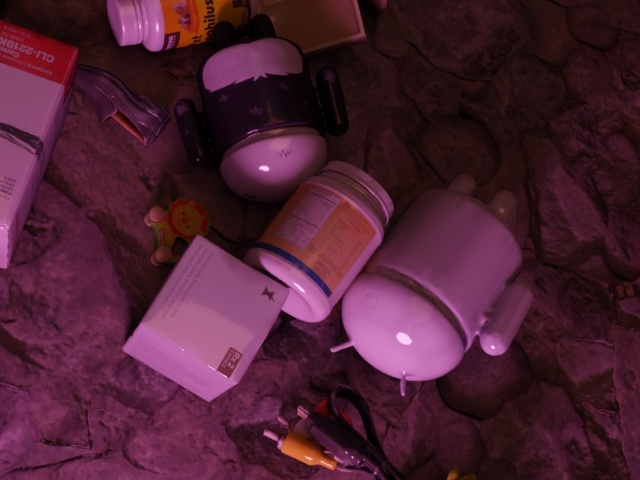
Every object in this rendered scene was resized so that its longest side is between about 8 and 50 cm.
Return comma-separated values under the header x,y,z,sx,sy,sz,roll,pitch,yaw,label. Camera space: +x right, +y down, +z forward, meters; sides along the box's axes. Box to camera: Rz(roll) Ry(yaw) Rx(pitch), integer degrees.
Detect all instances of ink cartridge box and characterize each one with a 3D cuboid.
x,y,z,sx,sy,sz,roll,pitch,yaw,label
-0.429,-0.124,1.348,0.114,0.197,0.272,19,68,-11,ink cartridge box

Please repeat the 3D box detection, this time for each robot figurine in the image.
x,y,z,sx,sy,sz,roll,pitch,yaw,label
0.167,0.064,1.485,0.300,0.199,0.353,24,61,31,robot figurine
-0.089,-0.194,1.503,0.173,0.209,0.278,5,66,-56,robot figurine

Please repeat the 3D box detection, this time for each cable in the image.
x,y,z,sx,sy,sz,roll,pitch,yaw,label
0.064,0.313,1.405,0.287,0.072,0.139,39,52,18,cable

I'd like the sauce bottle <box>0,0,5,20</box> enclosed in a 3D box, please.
x,y,z,sx,sy,sz,roll,pitch,yaw,label
-0.503,-0.272,1.377,0.111,0.111,0.344,21,46,-11,sauce bottle

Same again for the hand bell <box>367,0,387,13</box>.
x,y,z,sx,sy,sz,roll,pitch,yaw,label
-0.009,-0.450,1.662,0.242,0.126,0.126,3,72,-4,hand bell

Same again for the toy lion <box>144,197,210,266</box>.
x,y,z,sx,sy,sz,roll,pitch,yaw,label
-0.208,-0.015,1.481,0.096,0.034,0.100,-3,74,-27,toy lion

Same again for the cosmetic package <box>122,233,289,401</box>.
x,y,z,sx,sy,sz,roll,pitch,yaw,label
-0.161,0.111,1.370,0.151,0.184,0.151,32,65,-7,cosmetic package

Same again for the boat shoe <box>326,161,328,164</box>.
x,y,z,sx,sy,sz,roll,pitch,yaw,label
-0.001,-0.035,1.535,0.075,0.065,0.206,14,69,-14,boat shoe

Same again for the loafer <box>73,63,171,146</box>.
x,y,z,sx,sy,sz,roll,pitch,yaw,label
-0.310,-0.205,1.490,0.170,0.062,0.061,29,71,-7,loafer

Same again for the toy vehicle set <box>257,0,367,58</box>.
x,y,z,sx,sy,sz,roll,pitch,yaw,label
-0.036,-0.428,1.607,0.166,0.035,0.266,-14,85,6,toy vehicle set

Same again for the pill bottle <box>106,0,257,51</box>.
x,y,z,sx,sy,sz,roll,pitch,yaw,label
-0.214,-0.359,1.539,0.215,0.117,0.117,-15,79,-22,pill bottle

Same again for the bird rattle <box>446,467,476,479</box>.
x,y,z,sx,sy,sz,roll,pitch,yaw,label
0.178,0.450,1.414,0.253,0.143,0.207,-28,100,-21,bird rattle

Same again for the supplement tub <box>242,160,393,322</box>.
x,y,z,sx,sy,sz,roll,pitch,yaw,label
0.000,0.000,1.412,0.144,0.144,0.199,39,69,-4,supplement tub
